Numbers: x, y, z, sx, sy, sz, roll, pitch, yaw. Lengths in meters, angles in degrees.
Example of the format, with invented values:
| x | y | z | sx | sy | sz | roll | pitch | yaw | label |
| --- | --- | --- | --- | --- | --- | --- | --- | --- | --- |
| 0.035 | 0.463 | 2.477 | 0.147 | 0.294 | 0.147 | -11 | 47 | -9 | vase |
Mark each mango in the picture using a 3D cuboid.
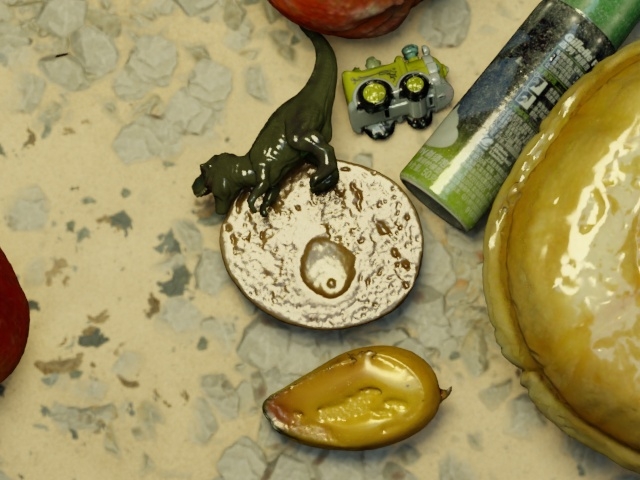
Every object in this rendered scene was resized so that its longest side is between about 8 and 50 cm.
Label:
| x | y | z | sx | sy | sz | roll | pitch | yaw | label |
| --- | --- | --- | --- | --- | --- | --- | --- | --- | --- |
| 0.037 | 0.158 | 1.853 | 0.188 | 0.066 | 0.101 | -13 | 92 | 4 | mango |

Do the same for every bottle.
| x | y | z | sx | sy | sz | roll | pitch | yaw | label |
| --- | --- | --- | --- | --- | --- | --- | --- | --- | --- |
| 0.215 | -0.161 | 1.871 | 0.093 | 0.093 | 0.330 | 39 | 85 | 4 | bottle |

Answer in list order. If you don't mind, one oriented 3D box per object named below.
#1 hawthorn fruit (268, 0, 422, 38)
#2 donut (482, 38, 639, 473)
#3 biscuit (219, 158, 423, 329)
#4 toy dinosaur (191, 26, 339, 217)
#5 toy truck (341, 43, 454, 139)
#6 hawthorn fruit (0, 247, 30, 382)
| x | y | z | sx | sy | sz | roll | pitch | yaw | label |
| --- | --- | --- | --- | --- | --- | --- | --- | --- | --- |
| 0.014 | -0.335 | 1.831 | 0.242 | 0.242 | 0.272 | -45 | 75 | -4 | hawthorn fruit |
| 0.375 | 0.017 | 1.799 | 0.449 | 0.198 | 0.448 | 0 | 85 | 1 | donut |
| 0.000 | 0.000 | 1.876 | 0.208 | 0.049 | 0.181 | 22 | 85 | 4 | biscuit |
| -0.057 | -0.120 | 1.830 | 0.187 | 0.087 | 0.179 | -27 | 82 | -2 | toy dinosaur |
| 0.076 | -0.156 | 1.886 | 0.111 | 0.076 | 0.077 | -16 | 64 | -2 | toy truck |
| -0.398 | 0.065 | 1.767 | 0.224 | 0.261 | 0.224 | -1 | 78 | 4 | hawthorn fruit |
